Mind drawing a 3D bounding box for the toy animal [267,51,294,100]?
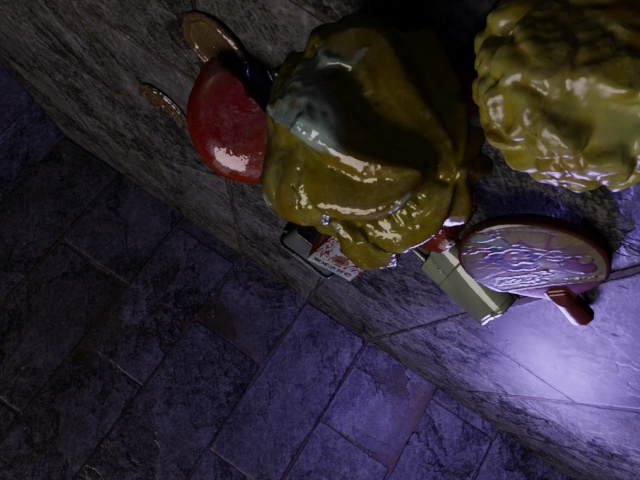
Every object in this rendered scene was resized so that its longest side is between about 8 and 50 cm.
[{"bbox_3d":[-0.010,-0.263,0.944,0.245,0.115,0.146,53,162,16],"label":"toy animal"}]

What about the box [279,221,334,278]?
[{"bbox_3d":[0.000,0.000,1.567,0.243,0.163,0.135,38,154,-8],"label":"box"}]

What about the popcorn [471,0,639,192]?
[{"bbox_3d":[0.277,-0.165,0.491,0.235,0.217,0.181,56,-173,25],"label":"popcorn"}]

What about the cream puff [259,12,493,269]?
[{"bbox_3d":[0.098,-0.133,0.659,0.276,0.378,0.378,2,147,33],"label":"cream puff"}]

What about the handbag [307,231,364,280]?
[{"bbox_3d":[0.100,-0.013,1.366,0.171,0.151,0.298,27,150,-11],"label":"handbag"}]

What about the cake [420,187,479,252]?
[{"bbox_3d":[0.186,-0.077,0.976,0.283,0.150,0.177,15,152,52],"label":"cake"}]

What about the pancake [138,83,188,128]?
[{"bbox_3d":[-0.524,-0.447,1.555,0.191,0.020,0.184,28,163,23],"label":"pancake"}]

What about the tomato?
[{"bbox_3d":[-0.210,-0.246,1.073,0.309,0.170,0.309,46,171,10],"label":"tomato"}]

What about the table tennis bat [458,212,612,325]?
[{"bbox_3d":[0.451,0.067,0.954,0.268,0.051,0.415,-15,138,44],"label":"table tennis bat"}]

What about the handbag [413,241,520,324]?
[{"bbox_3d":[0.361,0.075,1.242,0.315,0.109,0.241,44,165,15],"label":"handbag"}]

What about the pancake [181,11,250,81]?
[{"bbox_3d":[-0.234,-0.425,1.049,0.199,0.021,0.199,33,163,11],"label":"pancake"}]

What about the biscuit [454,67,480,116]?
[{"bbox_3d":[0.221,-0.226,0.727,0.091,0.015,0.078,41,162,-20],"label":"biscuit"}]
